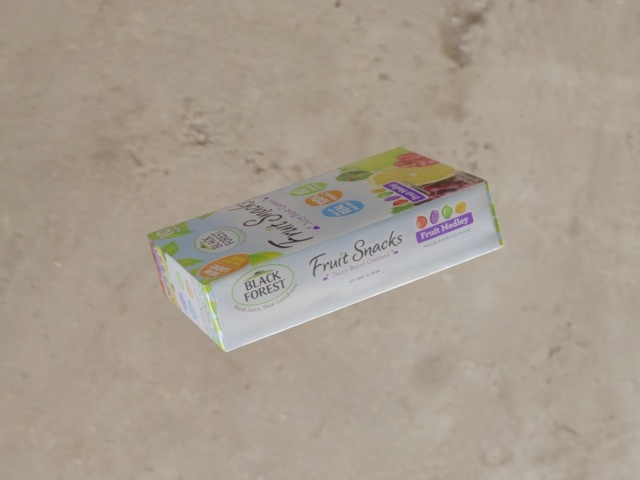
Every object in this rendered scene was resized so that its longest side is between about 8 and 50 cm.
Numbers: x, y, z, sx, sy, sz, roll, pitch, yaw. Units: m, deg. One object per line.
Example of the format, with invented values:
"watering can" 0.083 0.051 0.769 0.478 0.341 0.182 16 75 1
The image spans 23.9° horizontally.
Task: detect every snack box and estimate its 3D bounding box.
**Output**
"snack box" 0.000 0.000 0.712 0.141 0.100 0.037 -20 108 -16
